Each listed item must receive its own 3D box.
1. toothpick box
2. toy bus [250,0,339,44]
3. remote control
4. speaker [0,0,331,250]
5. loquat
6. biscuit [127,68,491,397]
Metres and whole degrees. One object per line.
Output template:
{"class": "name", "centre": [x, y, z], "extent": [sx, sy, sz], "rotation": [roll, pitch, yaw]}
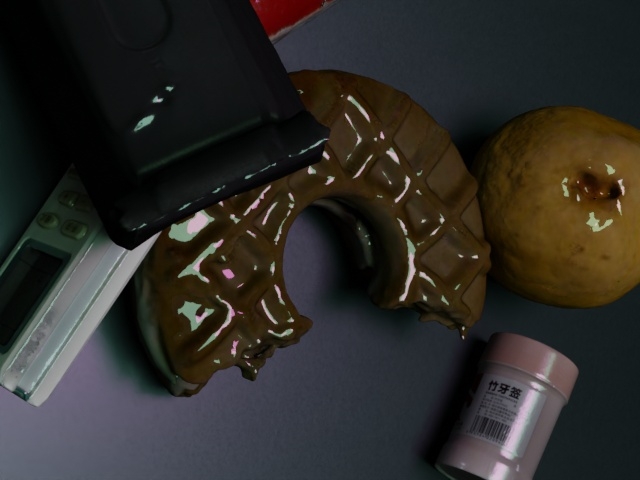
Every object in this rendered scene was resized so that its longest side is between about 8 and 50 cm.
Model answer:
{"class": "toothpick box", "centre": [0.188, 0.180, 1.253], "extent": [0.098, 0.098, 0.149], "rotation": [36, 71, -28]}
{"class": "toy bus", "centre": [-0.040, -0.237, 1.097], "extent": [0.265, 0.120, 0.121], "rotation": [-37, 107, -29]}
{"class": "remote control", "centre": [-0.184, -0.008, 0.986], "extent": [0.055, 0.103, 0.277], "rotation": [43, 73, -37]}
{"class": "speaker", "centre": [-0.135, -0.171, 0.886], "extent": [0.180, 0.184, 0.388], "rotation": [-26, 75, -7]}
{"class": "loquat", "centre": [0.248, -0.032, 1.235], "extent": [0.208, 0.208, 0.208], "rotation": [1, 88, -34]}
{"class": "biscuit", "centre": [-0.010, -0.016, 1.117], "extent": [0.366, 0.115, 0.268], "rotation": [-10, 93, -34]}
